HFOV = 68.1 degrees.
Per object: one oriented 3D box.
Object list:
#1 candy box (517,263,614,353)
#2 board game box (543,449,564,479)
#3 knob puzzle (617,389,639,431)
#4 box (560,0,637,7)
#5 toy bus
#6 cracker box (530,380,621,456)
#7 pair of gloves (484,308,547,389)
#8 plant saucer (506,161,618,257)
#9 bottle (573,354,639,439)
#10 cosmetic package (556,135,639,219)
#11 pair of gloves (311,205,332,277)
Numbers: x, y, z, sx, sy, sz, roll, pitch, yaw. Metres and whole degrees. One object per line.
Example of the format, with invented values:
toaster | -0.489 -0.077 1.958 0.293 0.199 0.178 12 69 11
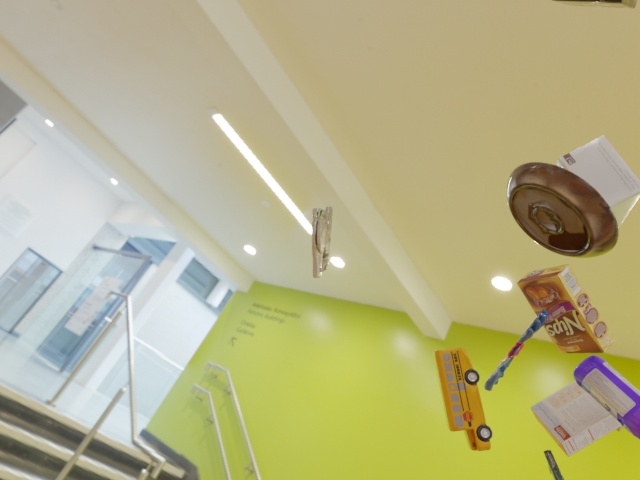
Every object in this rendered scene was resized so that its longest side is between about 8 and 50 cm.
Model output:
candy box | 0.516 0.148 1.003 0.187 0.053 0.109 57 -27 -1
board game box | 0.740 0.758 1.449 0.026 0.186 0.126 -21 -71 13
knob puzzle | 0.998 0.524 1.513 0.030 0.213 0.213 38 -13 44
box | 0.646 -0.589 1.100 0.147 0.180 0.078 22 -59 33
toy bus | 0.484 0.537 1.619 0.130 0.333 0.108 -10 -16 5
cracker box | 0.747 0.484 1.349 0.067 0.232 0.156 57 4 -18
pair of gloves | 0.407 0.227 0.981 0.023 0.198 0.159 39 -33 25
plant saucer | 0.604 -0.064 1.229 0.310 0.050 0.310 47 -12 13
bottle | 0.759 0.411 1.155 0.118 0.092 0.283 38 10 -45
cosmetic package | 0.880 -0.143 1.552 0.217 0.156 0.385 67 10 22
pair of gloves | 0.000 0.000 1.411 0.042 0.204 0.240 5 6 8
